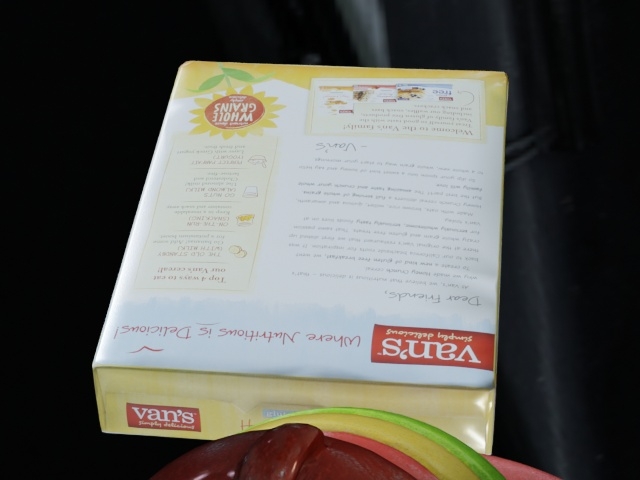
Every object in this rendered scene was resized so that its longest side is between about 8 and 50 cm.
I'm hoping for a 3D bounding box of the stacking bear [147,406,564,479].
[{"bbox_3d":[0.007,0.129,0.613,0.164,0.289,0.175,27,-97,15],"label":"stacking bear"}]

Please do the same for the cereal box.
[{"bbox_3d":[0.000,0.000,0.876,0.173,0.240,0.047,4,-51,6],"label":"cereal box"}]
